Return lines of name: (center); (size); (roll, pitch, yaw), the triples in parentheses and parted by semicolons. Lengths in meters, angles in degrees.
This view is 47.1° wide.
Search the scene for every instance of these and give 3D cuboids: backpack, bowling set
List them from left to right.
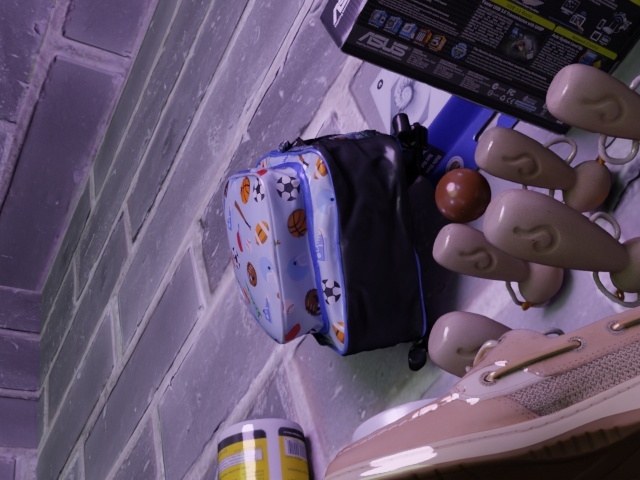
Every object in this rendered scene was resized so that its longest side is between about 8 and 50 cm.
backpack: (0.000, 0.000, 0.864); (0.263, 0.213, 0.276); (-158, 65, -75)
bowling set: (0.198, -0.020, 0.647); (0.200, 0.154, 0.287); (-99, 31, -67)

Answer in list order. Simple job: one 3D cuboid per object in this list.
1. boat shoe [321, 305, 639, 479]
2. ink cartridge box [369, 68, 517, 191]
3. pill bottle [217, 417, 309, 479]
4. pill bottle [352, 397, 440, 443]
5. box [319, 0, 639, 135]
boat shoe: (0.159, 0.128, 0.533); (0.341, 0.121, 0.110); (-19, 41, 9)
ink cartridge box: (0.154, -0.192, 0.853); (0.223, 0.045, 0.224); (-55, 36, 33)
pill bottle: (-0.069, 0.347, 0.943); (0.119, 0.119, 0.208); (-45, 41, 43)
pill bottle: (0.115, 0.288, 0.607); (0.160, 0.160, 0.283); (-48, 40, 40)
box: (0.166, -0.222, 0.618); (0.216, 0.270, 0.060); (-59, 35, 29)
